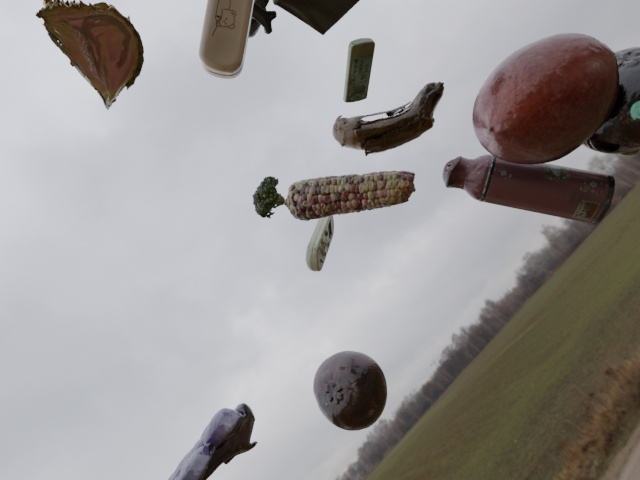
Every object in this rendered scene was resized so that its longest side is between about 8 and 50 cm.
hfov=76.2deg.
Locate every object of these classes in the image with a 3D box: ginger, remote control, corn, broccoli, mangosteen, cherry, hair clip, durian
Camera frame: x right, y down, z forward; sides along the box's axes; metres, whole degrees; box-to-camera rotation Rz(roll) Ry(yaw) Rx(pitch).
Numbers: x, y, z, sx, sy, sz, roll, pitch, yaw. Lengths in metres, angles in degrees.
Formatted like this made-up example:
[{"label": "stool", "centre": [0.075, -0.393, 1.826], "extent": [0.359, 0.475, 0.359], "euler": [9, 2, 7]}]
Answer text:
[{"label": "ginger", "centre": [0.186, -0.310, 1.096], "extent": [0.309, 0.133, 0.107], "euler": [-15, -13, 6]}, {"label": "remote control", "centre": [0.000, 0.000, 1.074], "extent": [0.221, 0.042, 0.078], "euler": [-71, -23, -56]}, {"label": "corn", "centre": [0.059, -0.095, 0.864], "extent": [0.092, 0.280, 0.092], "euler": [-4, -90, -73]}, {"label": "remote control", "centre": [0.138, -0.614, 1.488], "extent": [0.098, 0.038, 0.233], "euler": [-16, -34, -15]}, {"label": "broccoli", "centre": [-0.140, -0.120, 1.123], "extent": [0.092, 0.097, 0.095], "euler": [2, -26, -46]}, {"label": "mangosteen", "centre": [0.593, -0.258, 0.791], "extent": [0.216, 0.216, 0.216], "euler": [-37, -27, -23]}, {"label": "cherry", "centre": [0.381, -0.249, 0.732], "extent": [0.239, 0.206, 0.239], "euler": [-3, -23, -1]}, {"label": "mangosteen", "centre": [0.107, 0.463, 1.282], "extent": [0.235, 0.235, 0.261], "euler": [-54, -32, 12]}, {"label": "hair clip", "centre": [-0.128, 0.244, 0.387], "extent": [0.195, 0.052, 0.124], "euler": [-51, -5, -24]}, {"label": "durian", "centre": [-0.579, -0.525, 1.092], "extent": [0.195, 0.185, 0.305], "euler": [-34, -33, -10]}]

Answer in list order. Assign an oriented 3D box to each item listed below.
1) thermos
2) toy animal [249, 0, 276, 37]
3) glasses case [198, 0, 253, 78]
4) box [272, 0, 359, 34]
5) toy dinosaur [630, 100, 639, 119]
[{"label": "thermos", "centre": [0.442, -0.137, 0.903], "extent": [0.109, 0.330, 0.136], "euler": [47, -122, -72]}, {"label": "toy animal", "centre": [-0.226, -0.711, 1.283], "extent": [0.121, 0.210, 0.117], "euler": [16, -87, -32]}, {"label": "glasses case", "centre": [-0.172, -0.403, 0.757], "extent": [0.050, 0.083, 0.196], "euler": [-176, 94, -82]}, {"label": "box", "centre": [0.020, -0.568, 0.806], "extent": [0.149, 0.155, 0.231], "euler": [8, -26, -46]}, {"label": "toy dinosaur", "centre": [0.460, -0.161, 0.518], "extent": [0.096, 0.132, 0.059], "euler": [10, -28, -12]}]
